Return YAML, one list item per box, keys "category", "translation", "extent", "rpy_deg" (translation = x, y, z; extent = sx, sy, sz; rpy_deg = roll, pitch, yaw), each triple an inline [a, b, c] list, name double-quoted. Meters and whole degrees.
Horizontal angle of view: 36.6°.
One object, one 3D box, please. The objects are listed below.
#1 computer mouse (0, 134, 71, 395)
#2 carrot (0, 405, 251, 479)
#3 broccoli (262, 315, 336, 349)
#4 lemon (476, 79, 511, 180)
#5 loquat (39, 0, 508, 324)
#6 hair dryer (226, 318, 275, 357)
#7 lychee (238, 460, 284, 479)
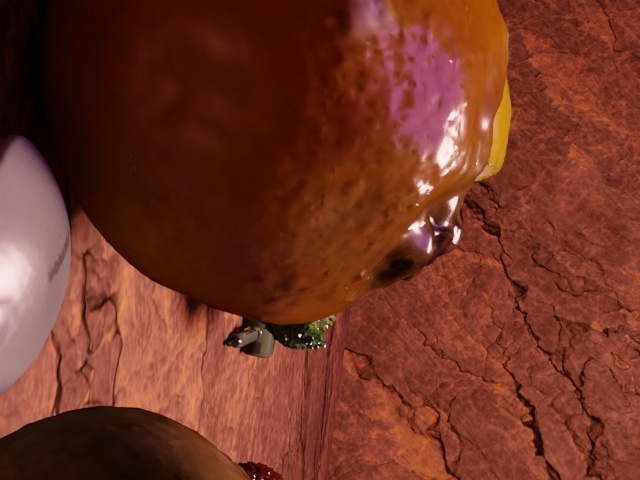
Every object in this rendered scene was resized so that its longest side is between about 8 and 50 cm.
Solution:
- category: "computer mouse"
  translation: [-0.187, 0.033, 0.480]
  extent: [0.231, 0.079, 0.128]
  rpy_deg: [-69, 161, -50]
- category: "carrot"
  translation: [-0.121, 0.236, 0.588]
  extent: [0.341, 0.224, 0.224]
  rpy_deg: [97, 3, -64]
- category: "broccoli"
  translation: [0.000, 0.000, 1.096]
  extent: [0.269, 0.269, 0.254]
  rpy_deg: [83, 0, -59]
- category: "lemon"
  translation: [0.086, -0.225, 1.319]
  extent: [0.364, 0.364, 0.364]
  rpy_deg: [6, 90, -82]
- category: "loquat"
  translation: [-0.027, -0.108, 0.663]
  extent: [0.328, 0.328, 0.328]
  rpy_deg: [6, 90, -82]
- category: "hair dryer"
  translation: [-0.097, 0.131, 1.320]
  extent: [0.150, 0.047, 0.071]
  rpy_deg: [-16, 113, -75]
- category: "lychee"
  translation: [-0.090, 0.343, 1.236]
  extent: [0.129, 0.123, 0.123]
  rpy_deg: [64, 32, -63]
